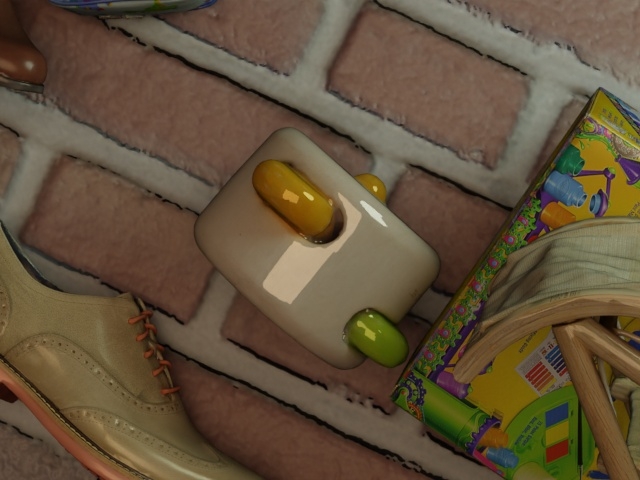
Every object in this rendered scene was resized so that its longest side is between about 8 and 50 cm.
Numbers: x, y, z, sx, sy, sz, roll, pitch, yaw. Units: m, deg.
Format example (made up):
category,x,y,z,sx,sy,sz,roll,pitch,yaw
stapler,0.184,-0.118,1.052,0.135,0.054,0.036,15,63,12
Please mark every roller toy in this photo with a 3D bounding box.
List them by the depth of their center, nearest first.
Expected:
category,x,y,z,sx,sy,sz,roll,pitch,yaw
roller toy,0.000,0.000,1.488,0.209,0.191,0.146,40,93,-22

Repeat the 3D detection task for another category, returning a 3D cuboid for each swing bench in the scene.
category,x,y,z,sx,sy,sz,roll,pitch,yaw
swing bench,0.240,0.103,1.234,0.165,0.253,0.255,-38,93,17

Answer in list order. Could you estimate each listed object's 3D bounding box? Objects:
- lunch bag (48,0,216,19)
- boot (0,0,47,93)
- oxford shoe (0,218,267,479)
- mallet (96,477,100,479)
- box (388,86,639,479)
category,x,y,z,sx,sy,sz,roll,pitch,yaw
lunch bag,-0.169,-0.310,1.552,0.176,0.090,0.219,-4,89,5
boot,-0.271,-0.295,1.502,0.264,0.096,0.280,45,110,36
oxford shoe,-0.179,0.127,1.531,0.397,0.140,0.146,34,85,1
mallet,-0.132,0.280,1.556,0.189,0.039,0.062,27,95,17
box,0.260,0.076,1.447,0.279,0.177,0.290,35,107,3
